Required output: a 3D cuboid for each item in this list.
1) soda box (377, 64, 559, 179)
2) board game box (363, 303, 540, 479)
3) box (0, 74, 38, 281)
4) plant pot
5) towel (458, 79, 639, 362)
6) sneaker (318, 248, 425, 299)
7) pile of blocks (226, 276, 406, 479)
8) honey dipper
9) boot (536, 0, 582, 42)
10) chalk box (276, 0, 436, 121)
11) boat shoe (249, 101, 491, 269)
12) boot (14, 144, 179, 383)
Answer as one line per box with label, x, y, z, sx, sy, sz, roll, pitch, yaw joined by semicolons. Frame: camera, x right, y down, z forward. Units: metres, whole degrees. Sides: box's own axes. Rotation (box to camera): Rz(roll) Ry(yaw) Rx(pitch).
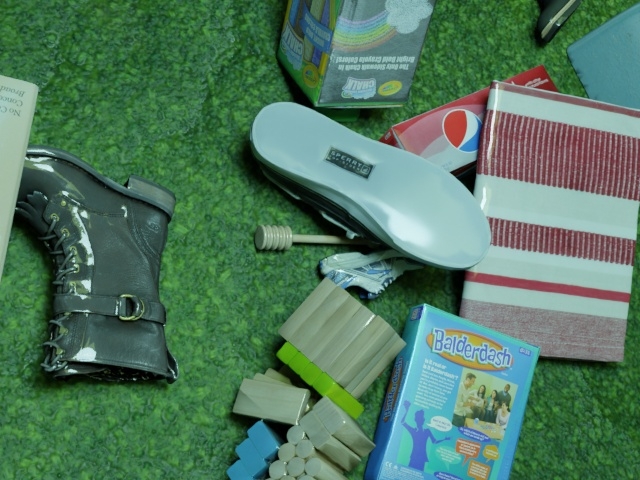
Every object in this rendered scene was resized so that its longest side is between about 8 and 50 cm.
soda box;0.191;-0.135;1.473;0.263;0.092;0.083;-25;81;-30
board game box;0.154;0.198;1.330;0.160;0.047;0.210;22;74;-15
box;-0.355;0.003;1.032;0.148;0.121;0.311;12;65;-19
plant pot;0.546;-0.243;1.582;0.248;0.252;0.247;-20;79;-28
towel;0.290;-0.017;1.440;0.237;0.037;0.329;8;88;-22
sneaker;0.064;0.042;1.377;0.135;0.052;0.058;-6;82;-18
pile of blocks;-0.015;0.227;1.247;0.112;0.149;0.362;47;58;-52
honey dipper;0.000;0.000;1.374;0.161;0.030;0.030;3;69;-27
boot;0.310;-0.374;1.641;0.137;0.077;0.198;35;47;-2
chalk box;0.037;-0.244;1.406;0.132;0.213;0.132;-3;38;-27
boat shoe;0.052;-0.051;1.352;0.306;0.105;0.113;24;72;3
boot;-0.262;0.032;1.205;0.263;0.091;0.229;13;65;-23
